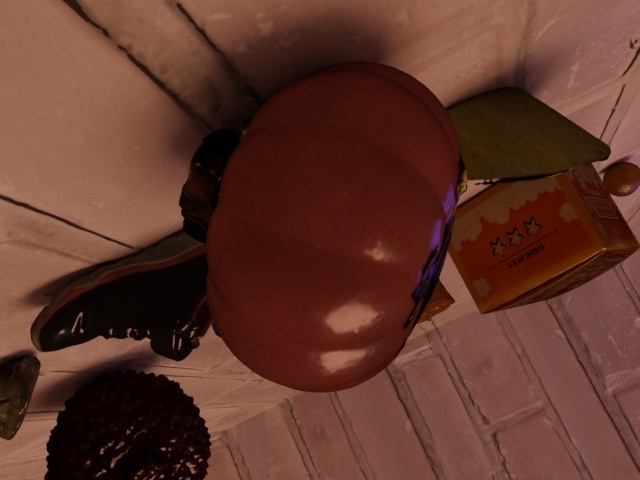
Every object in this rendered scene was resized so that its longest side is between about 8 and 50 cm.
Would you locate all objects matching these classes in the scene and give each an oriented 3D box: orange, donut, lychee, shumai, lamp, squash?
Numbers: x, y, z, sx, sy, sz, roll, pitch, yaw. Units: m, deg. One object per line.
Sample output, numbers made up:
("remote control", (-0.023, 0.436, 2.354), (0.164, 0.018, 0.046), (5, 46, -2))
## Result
("orange", (0.659, -0.135, 1.575), (0.085, 0.085, 0.085), (-23, 164, -7))
("donut", (0.175, 0.160, 1.719), (0.277, 0.109, 0.277), (-24, 164, -7))
("lychee", (-0.352, 0.387, 1.327), (0.305, 0.306, 0.330), (-18, -175, -25))
("shumai", (-0.455, 0.214, 1.024), (0.087, 0.124, 0.099), (21, 178, -18))
("lamp", (-0.003, -0.016, 0.660), (0.305, 0.239, 0.306), (19, 90, -79))
("squash", (0.221, -0.099, 0.893), (0.236, 0.155, 0.204), (-20, 162, -21))

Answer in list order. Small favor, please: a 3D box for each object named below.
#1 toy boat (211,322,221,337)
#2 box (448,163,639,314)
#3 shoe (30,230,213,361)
("toy boat", (-0.146, 0.108, 1.189), (0.080, 0.046, 0.229), (-19, 163, -25))
("box", (0.416, -0.006, 1.370), (0.259, 0.214, 0.283), (-33, 163, 31))
("shoe", (-0.196, 0.085, 0.874), (0.290, 0.137, 0.114), (-23, 163, -5))
